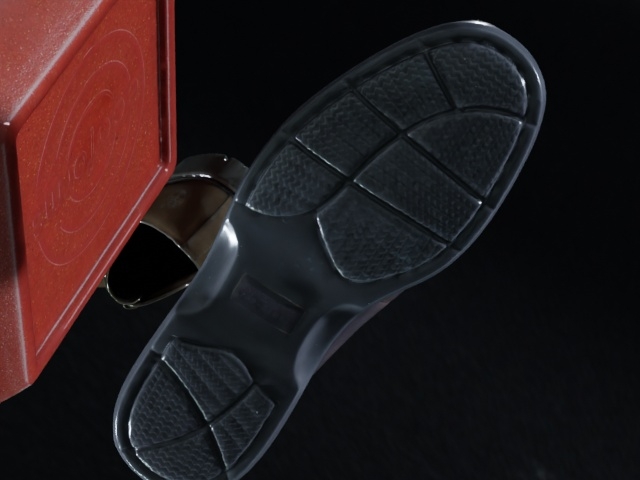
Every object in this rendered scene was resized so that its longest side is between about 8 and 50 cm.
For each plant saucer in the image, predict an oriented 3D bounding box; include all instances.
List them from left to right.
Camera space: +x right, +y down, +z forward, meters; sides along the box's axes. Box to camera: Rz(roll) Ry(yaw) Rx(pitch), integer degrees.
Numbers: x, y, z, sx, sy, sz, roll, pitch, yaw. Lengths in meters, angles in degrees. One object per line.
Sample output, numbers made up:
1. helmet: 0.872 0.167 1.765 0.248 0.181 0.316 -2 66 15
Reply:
1. plant saucer: -0.145 -0.056 1.122 0.047 0.259 0.258 18 -132 13

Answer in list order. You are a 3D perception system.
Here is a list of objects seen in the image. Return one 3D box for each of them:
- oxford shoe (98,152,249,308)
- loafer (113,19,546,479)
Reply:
1. oxford shoe: -0.132 0.003 1.356 0.083 0.227 0.096 50 -122 -14
2. loafer: 0.000 0.000 1.004 0.109 0.095 0.302 39 -71 -5
